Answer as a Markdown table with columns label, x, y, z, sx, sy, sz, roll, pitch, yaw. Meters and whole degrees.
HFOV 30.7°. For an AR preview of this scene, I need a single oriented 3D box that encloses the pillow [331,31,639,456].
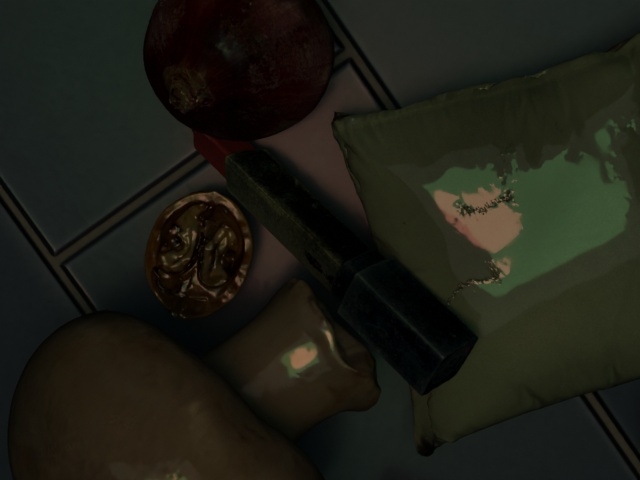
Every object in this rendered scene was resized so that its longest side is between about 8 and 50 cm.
| label | x | y | z | sx | sy | sz | roll | pitch | yaw |
| --- | --- | --- | --- | --- | --- | --- | --- | --- | --- |
| pillow | 0.189 | 0.000 | 0.983 | 0.310 | 0.119 | 0.313 | -17 | 98 | 4 |

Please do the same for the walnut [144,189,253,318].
| label | x | y | z | sx | sy | sz | roll | pitch | yaw |
| --- | --- | --- | --- | --- | --- | --- | --- | --- | --- |
| walnut | -0.105 | 0.009 | 1.034 | 0.091 | 0.052 | 0.121 | 21 | 105 | -2 |

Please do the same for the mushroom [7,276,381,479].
| label | x | y | z | sx | sy | sz | roll | pitch | yaw |
| --- | --- | --- | --- | --- | --- | --- | --- | --- | --- |
| mushroom | -0.096 | 0.158 | 0.962 | 0.297 | 0.297 | 0.290 | 44 | 71 | -3 |

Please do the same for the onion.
| label | x | y | z | sx | sy | sz | roll | pitch | yaw |
| --- | --- | --- | --- | --- | --- | --- | --- | --- | --- |
| onion | -0.075 | -0.147 | 0.943 | 0.159 | 0.195 | 0.160 | 7 | 114 | 16 |

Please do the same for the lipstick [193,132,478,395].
| label | x | y | z | sx | sy | sz | roll | pitch | yaw |
| --- | --- | --- | --- | --- | --- | --- | --- | --- | --- |
| lipstick | 0.000 | 0.000 | 0.979 | 0.312 | 0.051 | 0.051 | 44 | 135 | 23 |
